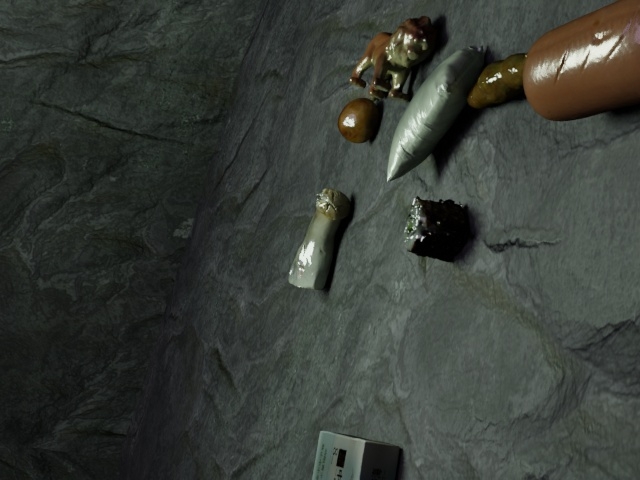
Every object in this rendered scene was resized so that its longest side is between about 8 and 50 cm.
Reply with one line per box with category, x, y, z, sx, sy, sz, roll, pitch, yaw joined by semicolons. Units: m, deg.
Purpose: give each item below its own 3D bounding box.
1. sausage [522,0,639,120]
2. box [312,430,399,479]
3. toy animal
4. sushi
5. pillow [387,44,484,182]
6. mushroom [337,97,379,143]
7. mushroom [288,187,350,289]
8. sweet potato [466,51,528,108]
sausage;0.345;-0.212;1.302;0.304;0.121;0.121;171;110;-70
box;0.052;0.407;1.913;0.243;0.067;0.155;167;112;-72
toy animal;0.140;-0.346;2.143;0.157;0.097;0.312;-64;15;2
sushi;0.178;-0.016;1.770;0.098;0.084;0.094;-94;21;-51
pillow;0.182;-0.207;1.870;0.144;0.078;0.254;-62;4;-40
mushroom;0.070;-0.231;2.297;0.088;0.073;0.129;60;154;12
mushroom;0.001;-0.002;2.349;0.092;0.081;0.223;-70;0;-72
sweet potato;0.266;-0.234;1.677;0.274;0.067;0.067;158;122;-76
